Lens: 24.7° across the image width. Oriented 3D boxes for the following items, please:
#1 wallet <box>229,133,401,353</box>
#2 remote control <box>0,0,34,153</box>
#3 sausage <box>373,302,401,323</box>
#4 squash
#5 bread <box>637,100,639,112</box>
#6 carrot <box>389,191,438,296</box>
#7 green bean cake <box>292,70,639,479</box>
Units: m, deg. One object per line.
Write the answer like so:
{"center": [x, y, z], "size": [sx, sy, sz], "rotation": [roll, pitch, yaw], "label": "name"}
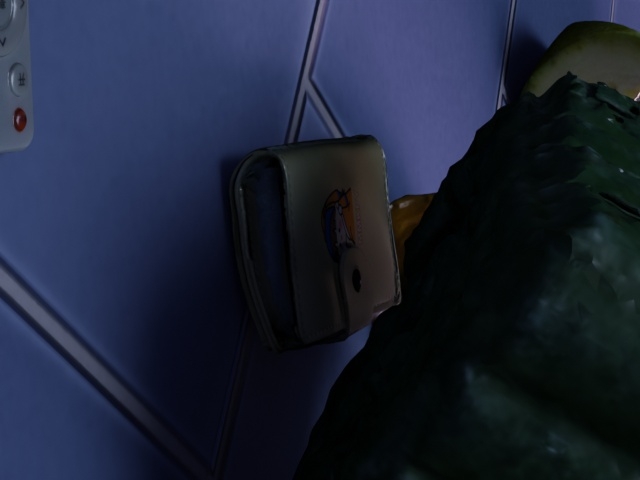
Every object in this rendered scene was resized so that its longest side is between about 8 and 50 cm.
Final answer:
{"center": [0.000, 0.000, 0.802], "size": [0.155, 0.039, 0.110], "rotation": [-15, 98, -67], "label": "wallet"}
{"center": [-0.129, -0.123, 0.533], "size": [0.050, 0.027, 0.184], "rotation": [-19, 110, -65], "label": "remote control"}
{"center": [0.072, 0.078, 0.969], "size": [0.129, 0.034, 0.034], "rotation": [45, 47, -57], "label": "sausage"}
{"center": [0.251, -0.155, 1.320], "size": [0.093, 0.169, 0.252], "rotation": [41, 30, 3], "label": "squash"}
{"center": [0.447, 0.033, 1.392], "size": [0.250, 0.360, 0.394], "rotation": [59, 35, -69], "label": "bread"}
{"center": [0.098, 0.026, 0.978], "size": [0.173, 0.082, 0.082], "rotation": [49, 44, -57], "label": "carrot"}
{"center": [0.092, 0.092, 0.719], "size": [0.308, 0.169, 0.300], "rotation": [-58, -178, 20], "label": "green bean cake"}
